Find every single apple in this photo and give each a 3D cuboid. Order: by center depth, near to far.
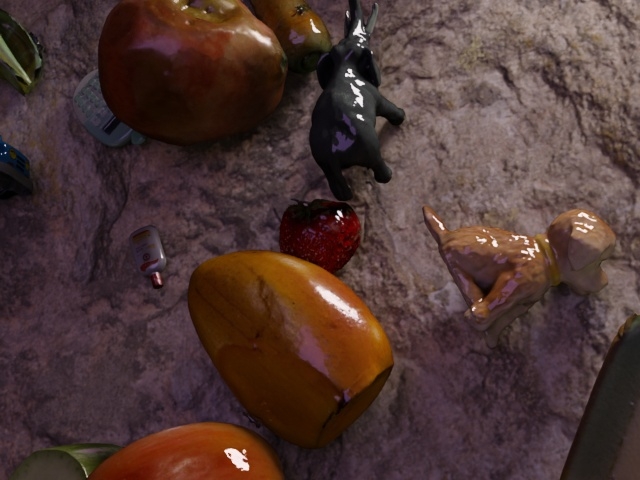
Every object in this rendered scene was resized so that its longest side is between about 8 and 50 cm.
[{"bbox_3d":[-0.132,0.321,1.332,0.241,0.242,0.242,-24,63,-14],"label":"apple"}]

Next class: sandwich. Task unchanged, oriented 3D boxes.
[{"bbox_3d":[0.320,0.182,1.233,0.108,0.220,0.186,24,80,23],"label":"sandwich"}]

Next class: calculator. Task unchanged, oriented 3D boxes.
[{"bbox_3d":[-0.275,-0.177,1.675,0.153,0.021,0.095,39,87,27],"label":"calculator"}]

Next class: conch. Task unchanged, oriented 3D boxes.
[{"bbox_3d":[-0.466,-0.283,1.751,0.200,0.079,0.095,32,70,9],"label":"conch"}]

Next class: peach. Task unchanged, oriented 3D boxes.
[{"bbox_3d":[-0.152,-0.224,1.554,0.235,0.214,0.214,9,75,15],"label":"peach"}]

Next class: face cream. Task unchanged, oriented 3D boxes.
[{"bbox_3d":[-0.217,0.023,1.585,0.040,0.021,0.083,-25,66,10],"label":"face cream"}]

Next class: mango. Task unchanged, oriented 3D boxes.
[{"bbox_3d":[-0.044,0.103,1.423,0.257,0.138,0.187,47,126,16],"label":"mango"}]

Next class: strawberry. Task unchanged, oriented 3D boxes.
[{"bbox_3d":[0.000,0.000,1.482,0.106,0.106,0.106,-6,70,17],"label":"strawberry"}]

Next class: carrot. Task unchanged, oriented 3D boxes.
[{"bbox_3d":[-0.078,-0.334,1.641,0.078,0.078,0.298,-36,60,4],"label":"carrot"}]

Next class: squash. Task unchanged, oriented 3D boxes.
[{"bbox_3d":[-0.288,0.311,1.460,0.170,0.123,0.170,-9,64,20],"label":"squash"}]

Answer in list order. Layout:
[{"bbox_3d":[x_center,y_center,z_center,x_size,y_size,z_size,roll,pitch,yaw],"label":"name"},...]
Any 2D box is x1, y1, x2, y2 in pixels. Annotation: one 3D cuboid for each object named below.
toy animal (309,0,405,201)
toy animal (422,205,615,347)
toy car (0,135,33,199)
[{"bbox_3d":[0.045,-0.174,1.500,0.082,0.137,0.270,-3,66,21],"label":"toy animal"},{"bbox_3d":[0.225,-0.003,1.397,0.185,0.104,0.184,-30,66,11],"label":"toy animal"},{"bbox_3d":[-0.481,-0.111,1.682,0.191,0.097,0.100,1,71,19],"label":"toy car"}]
